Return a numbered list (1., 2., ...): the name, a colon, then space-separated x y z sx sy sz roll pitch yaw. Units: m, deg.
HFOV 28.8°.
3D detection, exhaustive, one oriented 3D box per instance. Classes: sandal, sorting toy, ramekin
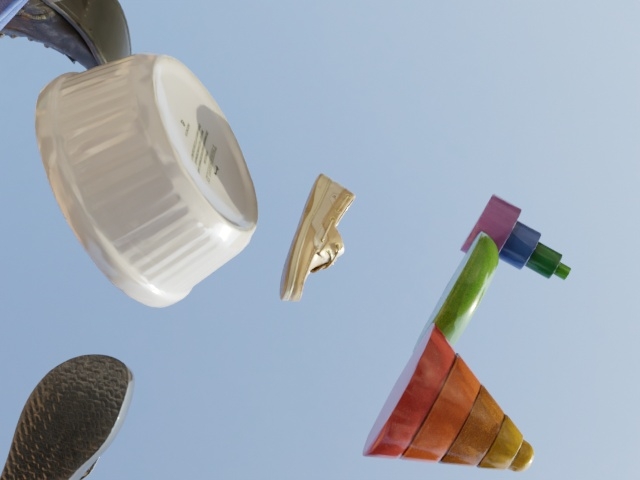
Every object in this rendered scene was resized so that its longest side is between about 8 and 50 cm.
1. sandal: -0.272 0.223 1.269 0.097 0.054 0.254 32 -86 16
2. sorting toy: 0.155 0.087 1.099 0.126 0.127 0.365 29 -144 4
3. ramekin: -0.173 -0.077 1.331 0.127 0.273 0.273 -26 -134 15

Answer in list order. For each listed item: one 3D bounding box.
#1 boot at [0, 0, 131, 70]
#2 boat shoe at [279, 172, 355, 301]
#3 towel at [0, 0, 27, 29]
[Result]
1. boot: -0.366 -0.259 1.462 0.229 0.263 0.091 -9 -129 23
2. boat shoe: 0.000 0.000 1.407 0.059 0.063 0.170 21 -122 -4
3. towel: -0.102 -0.233 0.556 0.040 0.243 0.336 34 -155 -34
